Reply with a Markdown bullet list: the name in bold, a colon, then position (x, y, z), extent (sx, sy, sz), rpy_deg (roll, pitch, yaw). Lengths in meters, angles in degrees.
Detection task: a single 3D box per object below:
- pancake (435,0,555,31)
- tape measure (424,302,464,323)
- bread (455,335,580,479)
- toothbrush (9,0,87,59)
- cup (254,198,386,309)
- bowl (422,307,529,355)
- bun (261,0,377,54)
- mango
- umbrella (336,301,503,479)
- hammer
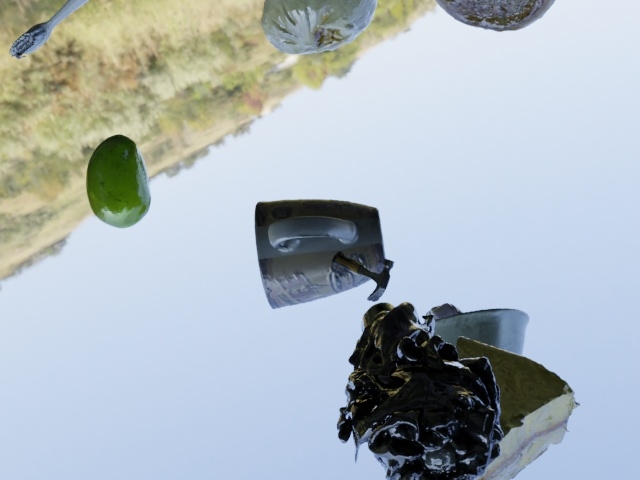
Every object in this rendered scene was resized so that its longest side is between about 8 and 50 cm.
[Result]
- **pancake**: position (0.163, -0.263, 0.794), extent (0.158, 0.158, 0.028), rpy_deg (-5, -130, 44)
- **tape measure**: position (0.311, 0.243, 1.875), extent (0.105, 0.178, 0.196), rpy_deg (-33, -118, -3)
- **bread**: position (0.266, 0.324, 1.259), extent (0.198, 0.263, 0.236), rpy_deg (16, -119, 21)
- **toothbrush**: position (-0.184, -0.227, 0.706), extent (0.275, 0.019, 0.025), rpy_deg (-25, -162, 33)
- **cup**: position (0.000, 0.000, 1.684), extent (0.257, 0.227, 0.301), rpy_deg (-11, 165, 5)
- **bowl**: position (0.252, 0.246, 1.521), extent (0.313, 0.146, 0.313), rpy_deg (-13, 159, -5)
- **bun**: position (0.004, -0.405, 1.491), extent (0.222, 0.222, 0.127), rpy_deg (-22, -121, 2)
- **mango**: position (-0.232, -0.068, 0.951), extent (0.073, 0.108, 0.056), rpy_deg (4, -171, -3)
- **umbrella**: position (0.098, 0.130, 0.849), extent (0.154, 0.128, 0.336), rpy_deg (-22, -162, 13)
- **hammer**: position (0.069, 0.055, 1.464), extent (0.021, 0.078, 0.201), rpy_deg (16, -178, -25)
